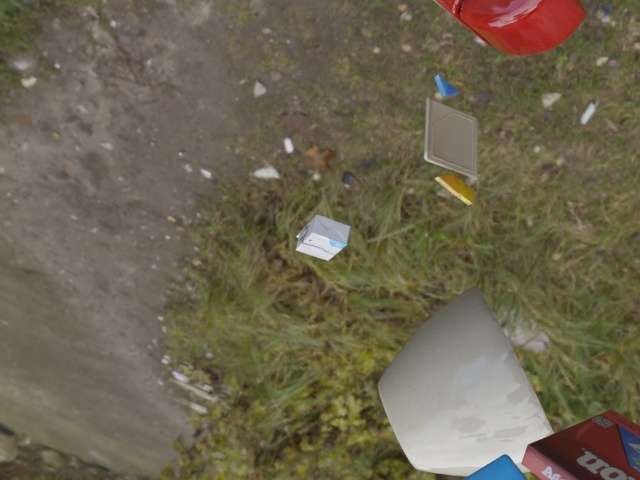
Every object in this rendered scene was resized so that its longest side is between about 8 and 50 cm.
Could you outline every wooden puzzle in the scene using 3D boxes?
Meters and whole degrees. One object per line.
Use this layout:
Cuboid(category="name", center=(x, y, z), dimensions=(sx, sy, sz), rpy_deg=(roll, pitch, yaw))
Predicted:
Cuboid(category="wooden puzzle", center=(0.127, -0.098, 0.708), dimensions=(0.078, 0.116, 0.014), rpy_deg=(25, 153, -28))

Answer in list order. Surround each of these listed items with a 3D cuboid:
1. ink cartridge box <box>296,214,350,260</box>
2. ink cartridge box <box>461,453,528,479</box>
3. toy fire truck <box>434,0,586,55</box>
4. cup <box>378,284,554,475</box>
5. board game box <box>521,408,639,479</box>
Cuboid(category="ink cartridge box", center=(0.000, 0.000, 0.937), dimensions=(0.048, 0.028, 0.083), rpy_deg=(19, 155, -14))
Cuboid(category="ink cartridge box", center=(0.099, 0.234, 0.322), dimensions=(0.231, 0.134, 0.078), rpy_deg=(54, 169, 39))
Cuboid(category="toy fire truck", center=(0.229, -0.232, 0.595), dimensions=(0.217, 0.246, 0.158), rpy_deg=(-50, 147, 19))
Cuboid(category="cup", center=(0.241, 0.275, 1.274), dimensions=(0.236, 0.331, 0.331), rpy_deg=(-26, 136, 7))
Cuboid(category="board game box", center=(0.327, 0.244, 0.615), dimensions=(0.281, 0.145, 0.027), rpy_deg=(32, 121, 46))
